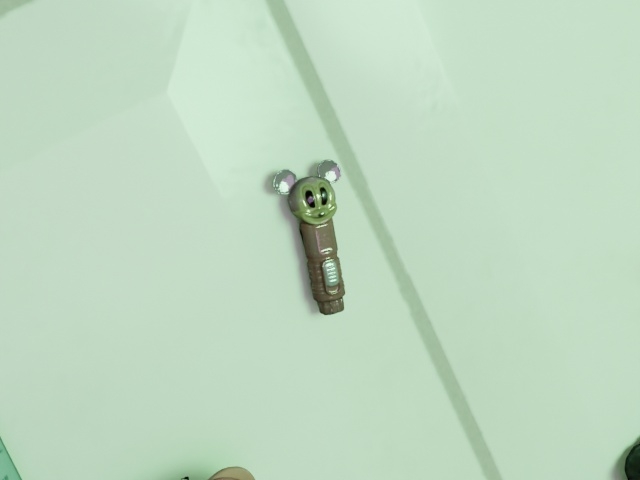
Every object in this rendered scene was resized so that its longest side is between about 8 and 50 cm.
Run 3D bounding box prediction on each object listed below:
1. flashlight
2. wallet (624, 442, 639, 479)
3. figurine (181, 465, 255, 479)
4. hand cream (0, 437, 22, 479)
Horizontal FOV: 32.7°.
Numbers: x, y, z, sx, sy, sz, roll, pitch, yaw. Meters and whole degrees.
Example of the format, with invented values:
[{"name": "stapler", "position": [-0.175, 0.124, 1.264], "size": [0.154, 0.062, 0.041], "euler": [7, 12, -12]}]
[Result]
[{"name": "flashlight", "position": [0.000, 0.000, 0.775], "size": [0.052, 0.031, 0.110], "euler": [-14, 102, -17]}, {"name": "wallet", "position": [0.424, 0.304, 0.950], "size": [0.228, 0.062, 0.406], "euler": [-28, 106, -12]}, {"name": "figurine", "position": [-0.063, 0.226, 0.741], "size": [0.157, 0.114, 0.126], "euler": [31, 103, -5]}, {"name": "hand cream", "position": [-0.238, 0.133, 0.699], "size": [0.085, 0.058, 0.331], "euler": [-26, 105, -12]}]
